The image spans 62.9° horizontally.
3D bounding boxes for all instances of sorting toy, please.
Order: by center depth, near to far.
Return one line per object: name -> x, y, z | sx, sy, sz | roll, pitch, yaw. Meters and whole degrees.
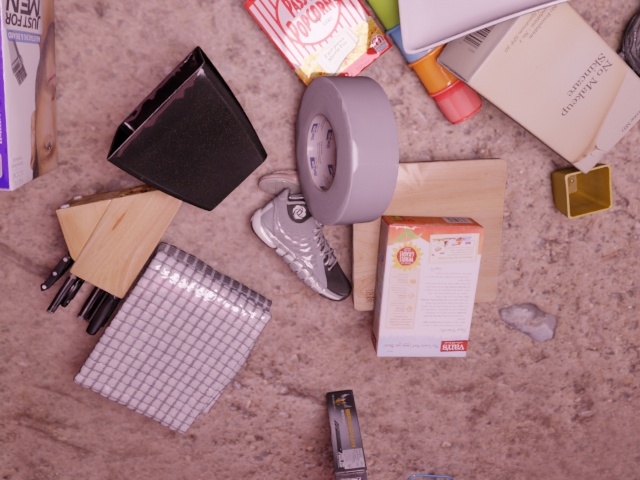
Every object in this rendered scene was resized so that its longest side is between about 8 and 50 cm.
sorting toy -> 0.179, -0.018, 0.926 | 0.257, 0.089, 0.255 | -3, 108, -4

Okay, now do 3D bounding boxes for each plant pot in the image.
plant pot -> -0.188, -0.159, 0.802 | 0.187, 0.188, 0.167 | -42, 118, 8
plant pot -> 0.456, -0.096, 0.933 | 0.081, 0.083, 0.081 | -14, 109, -1

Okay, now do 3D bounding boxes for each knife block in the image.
knife block -> -0.333, 0.036, 0.891 | 0.275, 0.088, 0.242 | -12, 109, -3

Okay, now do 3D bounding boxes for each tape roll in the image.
tape roll -> 0.032, -0.132, 0.783 | 0.072, 0.219, 0.219 | -6, 109, -21

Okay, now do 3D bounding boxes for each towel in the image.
towel -> -0.253, 0.174, 0.930 | 0.235, 0.121, 0.284 | 32, 100, -16

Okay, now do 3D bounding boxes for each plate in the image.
plate -> 0.230, -0.393, 0.673 | 0.277, 0.045, 0.278 | -12, 74, 26

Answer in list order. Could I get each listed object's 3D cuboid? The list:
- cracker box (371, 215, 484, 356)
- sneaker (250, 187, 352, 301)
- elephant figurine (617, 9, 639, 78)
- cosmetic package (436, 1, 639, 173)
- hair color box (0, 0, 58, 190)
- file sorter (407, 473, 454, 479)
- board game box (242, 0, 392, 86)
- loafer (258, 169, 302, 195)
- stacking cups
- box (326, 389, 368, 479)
cracker box -> 0.173, 0.078, 0.873 | 0.155, 0.067, 0.232 | 2, 107, -6
sneaker -> 0.000, 0.000, 0.903 | 0.228, 0.086, 0.132 | 42, 112, -16
elephant figurine -> 0.563, -0.303, 0.860 | 0.239, 0.186, 0.169 | 24, 147, -2
cosmetic package -> 0.349, -0.247, 0.801 | 0.309, 0.113, 0.160 | 23, 116, -30
hair color box -> -0.453, -0.256, 0.733 | 0.110, 0.185, 0.339 | 6, 107, -9
file sorter -> 0.248, 0.584, 1.086 | 0.118, 0.170, 0.104 | 7, 103, -8
board game box -> -0.004, -0.338, 0.826 | 0.146, 0.045, 0.193 | -39, 107, 8
loafer -> -0.043, -0.103, 0.907 | 0.125, 0.039, 0.045 | 2, 145, -5
stacking cups -> 0.159, -0.332, 0.825 | 0.096, 0.096, 0.316 | -39, 109, 7
box -> 0.054, 0.423, 0.979 | 0.056, 0.231, 0.183 | -7, 108, 0
